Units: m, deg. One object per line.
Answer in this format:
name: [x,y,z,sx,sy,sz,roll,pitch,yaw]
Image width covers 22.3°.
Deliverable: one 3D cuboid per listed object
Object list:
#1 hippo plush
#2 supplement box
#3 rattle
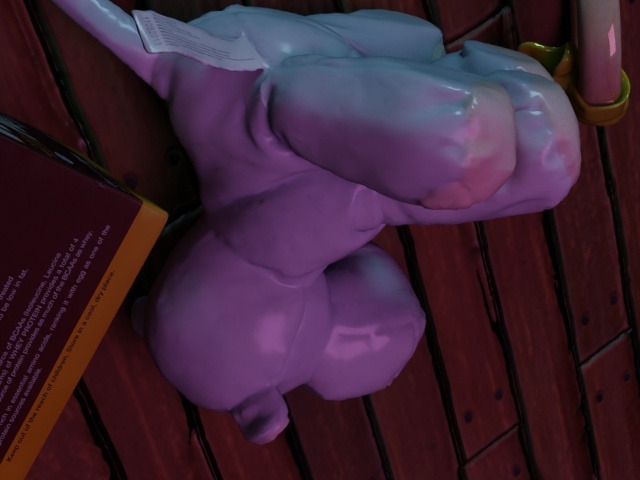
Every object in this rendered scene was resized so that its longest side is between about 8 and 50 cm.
hippo plush: [0.000,0.000,0.911,0.294,0.234,0.236,0,111,-39]
supplement box: [-0.221,0.014,0.812,0.194,0.129,0.191,26,94,-44]
rattle: [0.139,-0.175,1.075,0.130,0.143,0.199,-33,119,-64]
